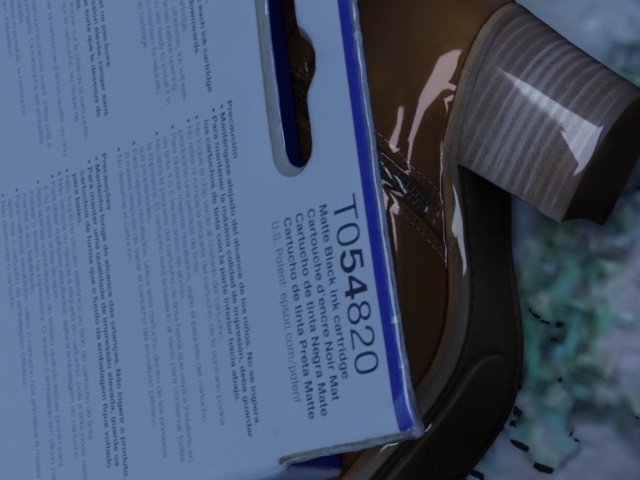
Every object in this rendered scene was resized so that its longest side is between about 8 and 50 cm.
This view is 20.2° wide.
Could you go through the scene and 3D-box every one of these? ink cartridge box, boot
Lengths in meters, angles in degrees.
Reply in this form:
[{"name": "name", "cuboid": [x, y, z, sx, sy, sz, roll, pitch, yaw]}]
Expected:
[{"name": "ink cartridge box", "cuboid": [-0.055, -0.027, 0.564, 0.224, 0.045, 0.223, -17, 75, 41]}, {"name": "boot", "cuboid": [0.000, 0.000, 0.586, 0.152, 0.073, 0.197, 31, 92, 26]}]
